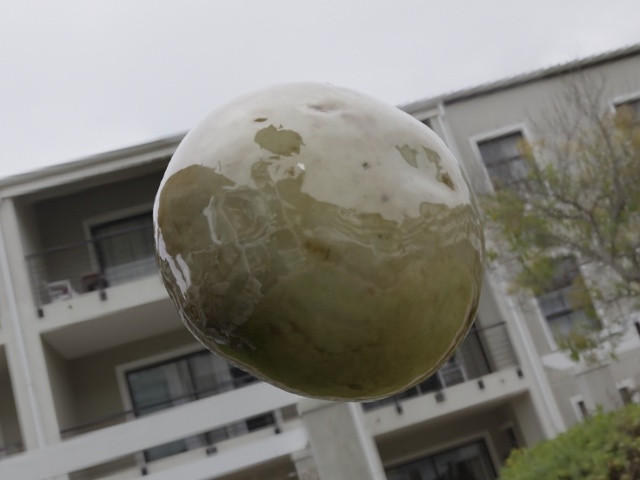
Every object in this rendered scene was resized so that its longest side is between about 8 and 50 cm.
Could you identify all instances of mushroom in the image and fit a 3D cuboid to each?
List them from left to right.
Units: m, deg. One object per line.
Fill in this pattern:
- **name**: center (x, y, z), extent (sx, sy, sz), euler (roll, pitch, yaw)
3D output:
- **mushroom**: center (0.000, 0.000, 0.444), extent (0.166, 0.166, 0.127), euler (-7, -24, -30)
